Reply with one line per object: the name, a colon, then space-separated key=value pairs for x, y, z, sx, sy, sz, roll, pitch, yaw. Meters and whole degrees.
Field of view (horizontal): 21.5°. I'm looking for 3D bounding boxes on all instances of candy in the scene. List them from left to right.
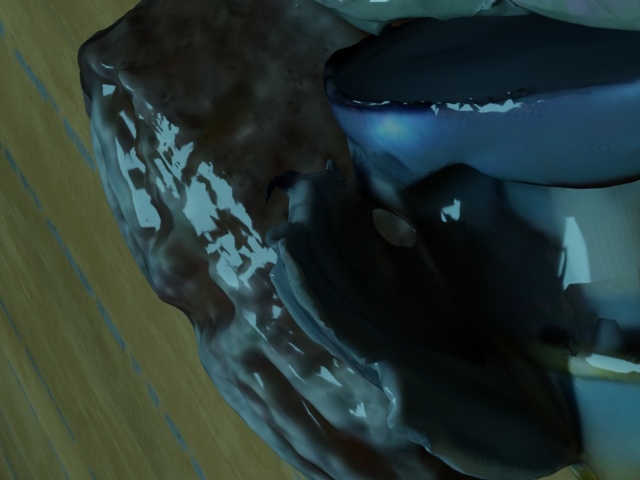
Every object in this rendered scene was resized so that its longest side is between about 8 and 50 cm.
candy: x=0.000 y=0.000 z=0.769 sx=0.289 sy=0.157 sz=0.214 roll=50 pitch=167 yaw=10

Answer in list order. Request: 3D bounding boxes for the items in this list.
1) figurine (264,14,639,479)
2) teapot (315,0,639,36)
figurine: x=0.101 y=0.115 z=0.546 sx=0.248 sy=0.276 sz=0.388 roll=-6 pitch=109 yaw=25
teapot: x=0.059 y=-0.132 z=0.415 sx=0.163 sy=0.221 sz=0.178 roll=-97 pitch=-7 yaw=-63
